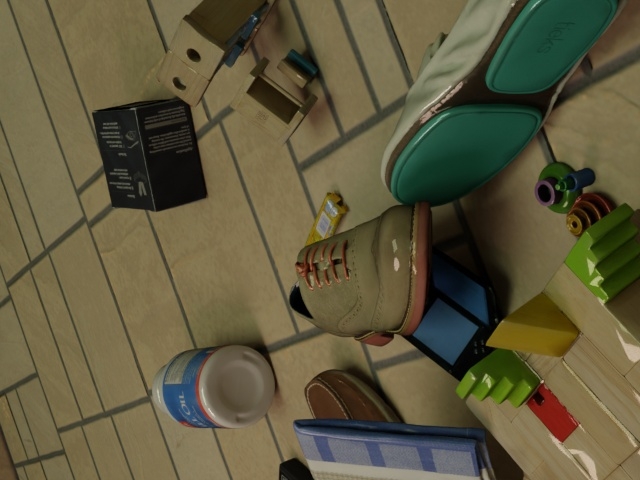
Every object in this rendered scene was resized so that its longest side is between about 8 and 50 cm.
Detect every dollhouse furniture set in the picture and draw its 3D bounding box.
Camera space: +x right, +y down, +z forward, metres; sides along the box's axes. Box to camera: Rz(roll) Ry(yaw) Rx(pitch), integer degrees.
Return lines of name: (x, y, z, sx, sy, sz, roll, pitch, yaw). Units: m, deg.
dollhouse furniture set: (-0.085, -0.217, 1.438, 0.184, 0.129, 0.129, 38, 145, -2)

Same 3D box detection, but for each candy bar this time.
candy bar: (0.000, 0.000, 1.475, 0.040, 0.018, 0.161, 51, 142, 25)

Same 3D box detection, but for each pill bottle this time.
pill bottle: (-0.172, 0.226, 1.749, 0.221, 0.124, 0.124, -15, 92, 59)

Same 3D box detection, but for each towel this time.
towel: (0.099, 0.278, 1.253, 0.209, 0.034, 0.285, 1, 140, 19)

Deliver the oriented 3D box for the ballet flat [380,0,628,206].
ballet flat: (0.159, -0.169, 1.059, 0.139, 0.139, 0.400, 62, 154, 16)

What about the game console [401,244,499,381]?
game console: (0.135, 0.077, 1.254, 0.122, 0.071, 0.107, 38, 95, 43)

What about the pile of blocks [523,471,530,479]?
pile of blocks: (0.272, 0.401, 1.169, 0.362, 0.113, 0.149, 64, 147, 13)

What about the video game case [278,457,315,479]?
video game case: (0.018, 0.495, 1.674, 0.248, 0.035, 0.274, 34, 131, 45)

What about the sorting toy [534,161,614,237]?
sorting toy: (0.233, -0.037, 1.081, 0.102, 0.042, 0.061, 42, 137, 40)

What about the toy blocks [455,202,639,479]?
toy blocks: (0.283, 0.160, 1.001, 0.261, 0.191, 0.381, 49, 153, 18)

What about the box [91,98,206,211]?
box: (-0.261, -0.131, 1.739, 0.156, 0.093, 0.158, 7, 110, 55)

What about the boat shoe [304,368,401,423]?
boat shoe: (0.060, 0.311, 1.442, 0.324, 0.116, 0.123, 59, 145, 20)

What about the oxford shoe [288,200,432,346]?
oxford shoe: (0.038, 0.043, 1.240, 0.348, 0.130, 0.123, 116, 161, -67)
